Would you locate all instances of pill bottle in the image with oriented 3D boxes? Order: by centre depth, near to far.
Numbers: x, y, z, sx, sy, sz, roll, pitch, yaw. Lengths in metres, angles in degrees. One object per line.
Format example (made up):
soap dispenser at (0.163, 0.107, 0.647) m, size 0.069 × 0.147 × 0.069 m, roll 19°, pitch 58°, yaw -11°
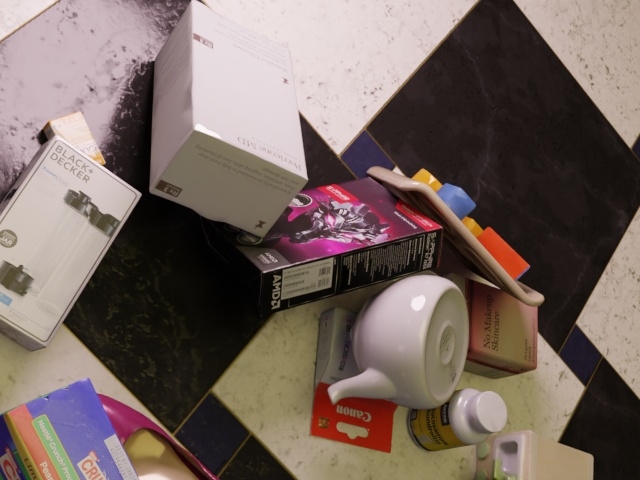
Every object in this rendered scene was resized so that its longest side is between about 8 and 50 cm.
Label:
pill bottle at (0.256, 0.331, 1.805) m, size 0.103 × 0.184 × 0.103 m, roll 13°, pitch 66°, yaw -31°

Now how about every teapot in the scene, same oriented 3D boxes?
teapot at (0.142, 0.170, 1.728) m, size 0.256 × 0.187 × 0.252 m, roll 11°, pitch 85°, yaw -59°

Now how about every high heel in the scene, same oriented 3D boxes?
high heel at (-0.213, 0.356, 1.472) m, size 0.377 × 0.181 × 0.127 m, roll 45°, pitch 54°, yaw -14°

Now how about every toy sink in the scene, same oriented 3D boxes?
toy sink at (0.389, 0.448, 1.878) m, size 0.234 × 0.153 × 0.131 m, roll 22°, pitch 62°, yaw -26°

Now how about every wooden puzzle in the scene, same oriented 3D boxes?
wooden puzzle at (0.265, -0.031, 1.871) m, size 0.348 × 0.322 × 0.080 m, roll 42°, pitch 91°, yaw -13°

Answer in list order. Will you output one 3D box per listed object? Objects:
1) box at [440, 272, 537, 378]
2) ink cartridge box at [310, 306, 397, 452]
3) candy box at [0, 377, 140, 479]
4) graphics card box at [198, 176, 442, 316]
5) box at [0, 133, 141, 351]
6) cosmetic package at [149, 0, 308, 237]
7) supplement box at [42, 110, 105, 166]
box at (0.306, 0.173, 1.933) m, size 0.232 × 0.127 × 0.148 m, roll 18°, pitch 65°, yaw -29°
ink cartridge box at (0.081, 0.257, 1.795) m, size 0.189 × 0.066 × 0.232 m, roll 19°, pitch 59°, yaw -29°
candy box at (-0.351, 0.343, 1.295) m, size 0.122 × 0.317 × 0.268 m, roll -25°, pitch 89°, yaw -38°
graphics card box at (0.000, 0.000, 1.698) m, size 0.371 × 0.233 × 0.094 m, roll -14°, pitch 125°, yaw -29°
box at (-0.423, 0.003, 1.489) m, size 0.169 × 0.087 × 0.290 m, roll 37°, pitch 63°, yaw -19°
cosmetic package at (-0.160, -0.210, 1.641) m, size 0.217 × 0.156 × 0.385 m, roll 21°, pitch 36°, yaw -28°
supplement box at (-0.408, -0.157, 1.611) m, size 0.062 × 0.036 × 0.098 m, roll -27°, pitch 90°, yaw -37°
